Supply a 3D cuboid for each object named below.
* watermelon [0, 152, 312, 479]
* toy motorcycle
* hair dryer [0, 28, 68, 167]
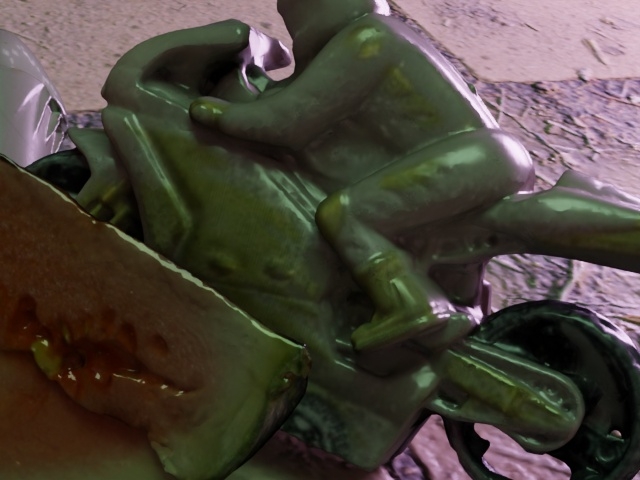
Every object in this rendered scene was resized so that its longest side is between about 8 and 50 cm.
[{"bbox_3d":[-0.165,0.050,0.600,0.303,0.159,0.128,28,60,10],"label":"watermelon"},{"bbox_3d":[0.010,-0.015,0.662,0.340,0.223,0.108,21,5,17],"label":"toy motorcycle"},{"bbox_3d":[-0.235,-0.032,0.807,0.225,0.088,0.219,-24,43,-23],"label":"hair dryer"}]
